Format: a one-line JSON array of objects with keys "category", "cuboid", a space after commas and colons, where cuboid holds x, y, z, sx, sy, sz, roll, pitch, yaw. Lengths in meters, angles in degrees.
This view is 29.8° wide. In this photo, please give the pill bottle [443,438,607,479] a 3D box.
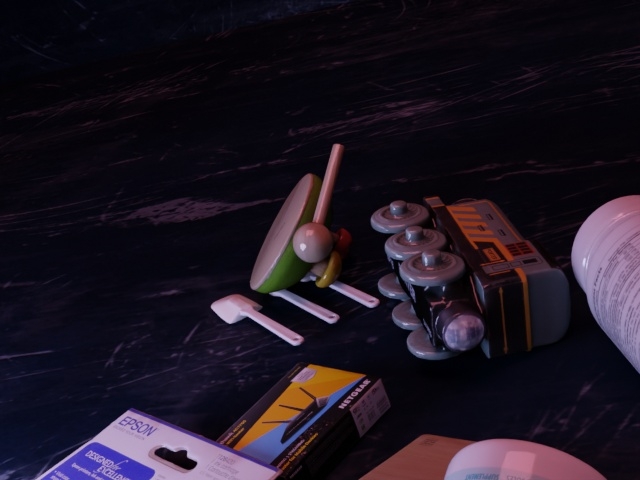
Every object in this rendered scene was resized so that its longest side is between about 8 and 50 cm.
[{"category": "pill bottle", "cuboid": [0.134, 0.296, 0.915, 0.146, 0.146, 0.264, -3, 49, 33]}]

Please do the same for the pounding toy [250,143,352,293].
[{"category": "pounding toy", "cuboid": [0.000, 0.000, 1.667, 0.237, 0.110, 0.183, -43, 23, 60]}]

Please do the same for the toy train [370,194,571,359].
[{"category": "toy train", "cuboid": [0.177, 0.037, 1.485, 0.190, 0.142, 0.334, -9, 22, -6]}]

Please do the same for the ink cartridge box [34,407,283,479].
[{"category": "ink cartridge box", "cuboid": [-0.231, 0.320, 1.280, 0.307, 0.072, 0.304, -33, 27, -32]}]

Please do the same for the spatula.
[{"category": "spatula", "cuboid": [-0.037, 0.086, 1.674, 0.168, 0.019, 0.242, -25, 25, -23]}]

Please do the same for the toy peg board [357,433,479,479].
[{"category": "toy peg board", "cuboid": [0.125, 0.261, 1.144, 0.161, 0.079, 0.161, 3, 17, 39]}]

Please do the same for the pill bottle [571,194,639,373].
[{"category": "pill bottle", "cuboid": [0.371, 0.063, 1.237, 0.160, 0.160, 0.283, -21, 25, -1]}]

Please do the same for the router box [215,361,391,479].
[{"category": "router box", "cuboid": [-0.026, 0.214, 1.362, 0.133, 0.046, 0.179, 4, 34, 43]}]
